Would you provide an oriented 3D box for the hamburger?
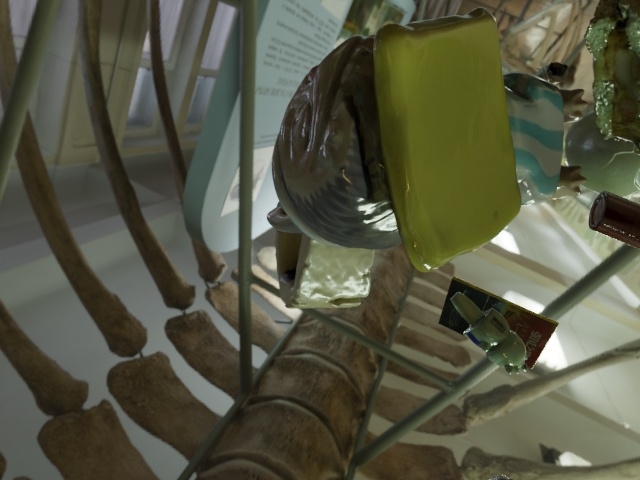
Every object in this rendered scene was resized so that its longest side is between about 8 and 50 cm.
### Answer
[{"bbox_3d":[0.546,-0.308,0.760,0.132,0.211,0.309,20,159,47],"label":"hamburger"}]

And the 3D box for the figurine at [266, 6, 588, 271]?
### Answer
[{"bbox_3d":[0.085,-0.127,0.629,0.361,0.266,0.378,-5,-170,-36],"label":"figurine"}]

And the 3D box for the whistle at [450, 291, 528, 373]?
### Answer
[{"bbox_3d":[0.414,0.227,1.134,0.244,0.092,0.110,46,-127,10],"label":"whistle"}]

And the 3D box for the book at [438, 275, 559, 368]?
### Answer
[{"bbox_3d":[0.626,0.298,1.676,0.374,0.262,0.028,25,-134,24],"label":"book"}]

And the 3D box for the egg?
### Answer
[{"bbox_3d":[0.907,-0.257,1.345,0.278,0.278,0.336,7,-169,-37],"label":"egg"}]

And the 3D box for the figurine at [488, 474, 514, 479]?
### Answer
[{"bbox_3d":[0.680,0.914,1.680,0.137,0.229,0.112,8,-120,-6],"label":"figurine"}]

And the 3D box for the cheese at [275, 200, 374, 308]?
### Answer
[{"bbox_3d":[0.002,0.003,0.950,0.153,0.292,0.332,1,-177,-13],"label":"cheese"}]

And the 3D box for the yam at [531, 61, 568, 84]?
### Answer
[{"bbox_3d":[0.478,-0.357,1.070,0.045,0.045,0.327,-16,-173,5],"label":"yam"}]

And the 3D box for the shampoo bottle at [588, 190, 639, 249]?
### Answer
[{"bbox_3d":[0.713,-0.014,0.979,0.260,0.064,0.102,25,-121,6],"label":"shampoo bottle"}]
